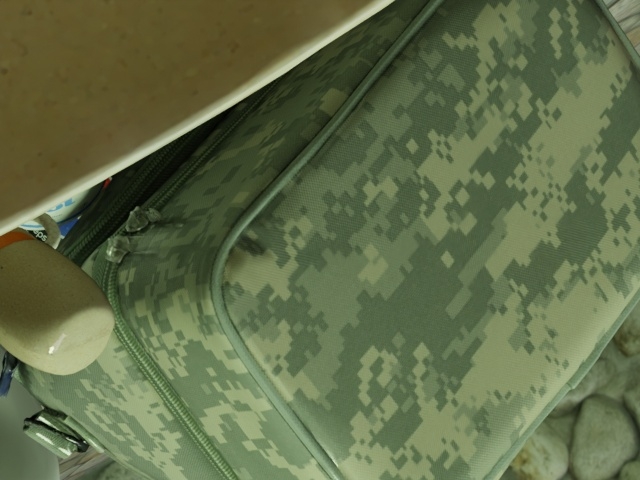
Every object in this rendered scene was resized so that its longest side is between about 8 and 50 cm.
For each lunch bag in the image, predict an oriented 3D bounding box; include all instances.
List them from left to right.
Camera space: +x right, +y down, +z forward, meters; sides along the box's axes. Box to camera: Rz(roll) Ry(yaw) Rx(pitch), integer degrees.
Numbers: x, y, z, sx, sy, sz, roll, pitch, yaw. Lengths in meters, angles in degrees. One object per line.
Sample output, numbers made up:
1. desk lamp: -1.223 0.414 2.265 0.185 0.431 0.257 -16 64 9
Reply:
1. lunch bag: 0.000 0.000 0.989 0.305 0.212 0.256 -50 -156 -25

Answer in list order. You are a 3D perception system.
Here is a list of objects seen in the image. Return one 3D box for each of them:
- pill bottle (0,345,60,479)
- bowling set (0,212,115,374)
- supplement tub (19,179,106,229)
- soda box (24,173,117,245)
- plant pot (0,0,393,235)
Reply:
1. pill bottle: -0.325 0.177 1.089 0.334 0.188 0.188 -36 172 24
2. bowling set: -0.205 -0.021 0.633 0.287 0.154 0.200 -24 140 -38
3. supplement tub: -0.132 -0.049 0.880 0.071 0.071 0.107 -31 172 -11
4. soda box: -0.130 -0.016 1.156 0.169 0.053 0.060 -34 171 12
5. plant pot: -0.067 -0.124 0.214 0.284 0.191 0.284 -31 173 -4
